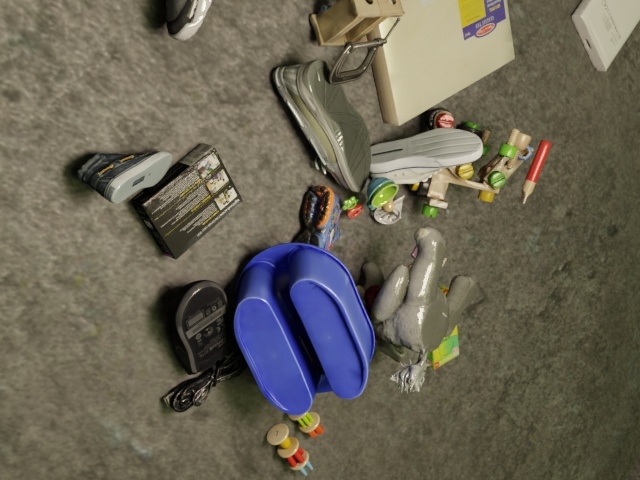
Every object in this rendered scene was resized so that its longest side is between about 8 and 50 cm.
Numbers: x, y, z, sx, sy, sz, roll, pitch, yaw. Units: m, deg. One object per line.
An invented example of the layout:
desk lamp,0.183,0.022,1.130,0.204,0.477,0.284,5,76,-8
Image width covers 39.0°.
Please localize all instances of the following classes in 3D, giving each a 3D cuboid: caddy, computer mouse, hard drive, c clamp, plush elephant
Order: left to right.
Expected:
computer mouse,-0.237,0.182,1.723,0.188,0.072,0.272,-31,133,-34
caddy,-0.031,0.172,1.778,0.241,0.179,0.341,-19,110,10
c clamp,0.076,-0.359,1.727,0.160,0.022,0.137,-30,156,-47
plush elephant,0.147,0.148,1.945,0.272,0.255,0.330,38,69,-51
hard drive,0.789,-0.633,2.403,0.307,0.040,0.203,-54,131,-16

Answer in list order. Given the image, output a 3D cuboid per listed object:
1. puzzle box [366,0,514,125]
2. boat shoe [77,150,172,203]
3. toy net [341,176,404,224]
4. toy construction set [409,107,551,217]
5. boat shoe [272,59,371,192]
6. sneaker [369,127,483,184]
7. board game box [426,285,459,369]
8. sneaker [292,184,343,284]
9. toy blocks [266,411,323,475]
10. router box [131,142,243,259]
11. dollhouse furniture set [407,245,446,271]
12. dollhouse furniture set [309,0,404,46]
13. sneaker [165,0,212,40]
puzzle box,0.269,-0.456,1.988,0.409,0.052,0.272,-32,121,-31
boat shoe,-0.331,-0.128,1.548,0.183,0.083,0.065,-41,160,-57
toy net,0.128,-0.067,1.933,0.122,0.045,0.232,-42,156,6
toy construction set,0.344,-0.140,1.997,0.257,0.309,0.237,16,96,-35
boat shoe,0.012,-0.224,1.809,0.320,0.103,0.118,57,48,-42
sneaker,0.222,-0.173,1.922,0.091,0.258,0.094,59,33,-49
board game box,0.288,0.213,2.206,0.092,0.043,0.181,-24,117,-34
sneaker,0.000,0.000,1.868,0.087,0.083,0.221,13,97,-51
toy blocks,-0.039,0.437,1.976,0.123,0.054,0.148,-48,129,-20
router box,-0.241,-0.072,1.653,0.179,0.046,0.133,-43,127,-24
dollhouse furniture set,0.251,0.083,2.109,0.091,0.081,0.114,43,73,-40
dollhouse furniture set,0.054,-0.493,1.764,0.129,0.129,0.184,-12,80,-40
sneaker,-0.255,-0.475,1.490,0.153,0.101,0.268,9,91,-42
